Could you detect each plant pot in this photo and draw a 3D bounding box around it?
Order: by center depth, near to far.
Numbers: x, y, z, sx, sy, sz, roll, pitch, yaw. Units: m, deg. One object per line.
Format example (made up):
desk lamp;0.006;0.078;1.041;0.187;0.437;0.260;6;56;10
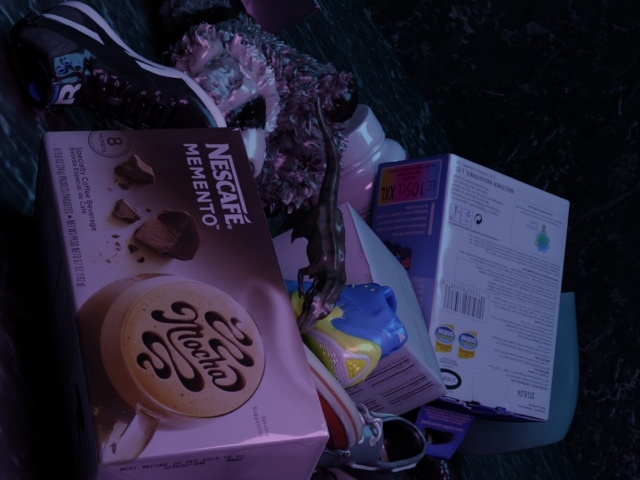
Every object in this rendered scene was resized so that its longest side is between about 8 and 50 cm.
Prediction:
plant pot;0.289;0.222;2.104;0.293;0.293;0.235;9;70;-74

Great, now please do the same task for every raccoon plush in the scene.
raccoon plush;-0.169;-0.192;1.498;0.446;0.216;0.299;37;8;41

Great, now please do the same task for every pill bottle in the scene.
pill bottle;0.082;-0.052;1.937;0.283;0.160;0.160;58;14;-23

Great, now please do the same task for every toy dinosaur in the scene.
toy dinosaur;-0.002;-0.006;1.359;0.118;0.064;0.268;113;-21;-57

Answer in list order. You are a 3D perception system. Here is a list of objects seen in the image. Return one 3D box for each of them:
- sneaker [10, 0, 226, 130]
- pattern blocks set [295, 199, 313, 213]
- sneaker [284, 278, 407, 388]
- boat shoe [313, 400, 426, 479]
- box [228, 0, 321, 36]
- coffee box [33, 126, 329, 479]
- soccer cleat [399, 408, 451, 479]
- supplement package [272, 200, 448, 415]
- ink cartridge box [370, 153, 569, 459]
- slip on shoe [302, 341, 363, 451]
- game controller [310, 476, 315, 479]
sneaker;-0.201;-0.133;1.209;0.217;0.079;0.121;37;34;8
pattern blocks set;0.000;0.000;1.937;0.285;0.026;0.325;58;14;-21
sneaker;0.011;0.088;1.445;0.240;0.126;0.091;36;-39;52
boat shoe;0.029;0.212;1.486;0.319;0.099;0.116;41;29;-56
box;-0.119;-0.367;1.794;0.184;0.103;0.261;58;-13;-14
coffee box;-0.119;0.059;1.000;0.119;0.168;0.297;111;-31;-49
soccer cleat;0.129;0.285;1.851;0.072;0.060;0.179;2;58;-60
supplement package;0.034;0.101;1.606;0.203;0.149;0.194;47;21;-51
ink cartridge box;0.197;0.105;1.818;0.270;0.151;0.396;18;73;-38
slip on shoe;-0.062;0.121;1.246;0.123;0.101;0.331;42;-5;43
game controller;0.004;0.304;1.296;0.319;0.067;0.166;52;17;-42
